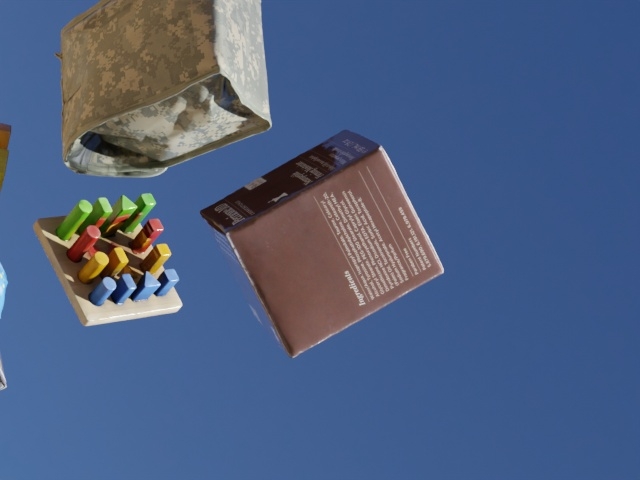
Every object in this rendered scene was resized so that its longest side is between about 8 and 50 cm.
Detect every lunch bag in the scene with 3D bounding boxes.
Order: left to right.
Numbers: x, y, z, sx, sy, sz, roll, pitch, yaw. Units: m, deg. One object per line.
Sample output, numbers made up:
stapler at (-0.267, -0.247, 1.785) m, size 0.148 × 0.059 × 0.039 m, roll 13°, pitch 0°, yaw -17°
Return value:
lunch bag at (-0.226, -0.227, 2.555) m, size 0.169 × 0.287 × 0.235 m, roll 46°, pitch 31°, yaw -50°

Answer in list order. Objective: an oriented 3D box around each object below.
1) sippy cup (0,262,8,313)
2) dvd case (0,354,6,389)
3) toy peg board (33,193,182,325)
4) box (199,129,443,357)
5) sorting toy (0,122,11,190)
sippy cup at (-0.446, 0.023, 1.944) m, size 0.240 × 0.305 × 0.224 m, roll 38°, pitch -10°, yaw 40°
dvd case at (-0.461, 0.092, 2.500) m, size 0.221 × 0.018 × 0.164 m, roll -129°, pitch -164°, yaw -71°
toy peg board at (-0.261, 0.015, 2.446) m, size 0.079 × 0.161 × 0.160 m, roll -47°, pitch -117°, yaw 38°
box at (0.000, 0.000, 2.142) m, size 0.167 × 0.203 × 0.168 m, roll 63°, pitch -8°, yaw -16°
sorting toy at (-0.396, 0.030, 2.212) m, size 0.229 × 0.041 × 0.307 m, roll -110°, pitch -145°, yaw -67°
